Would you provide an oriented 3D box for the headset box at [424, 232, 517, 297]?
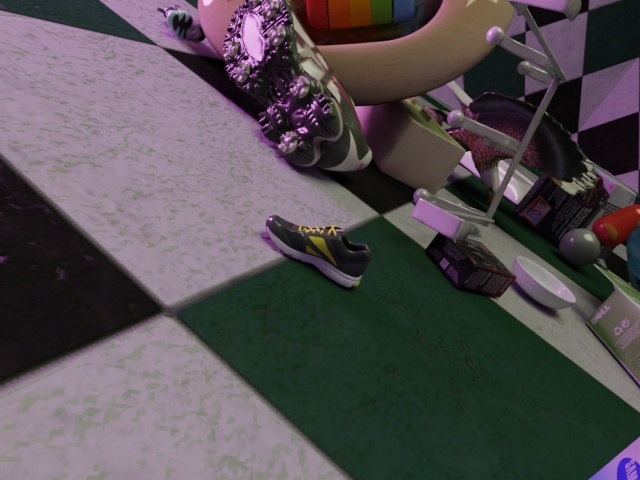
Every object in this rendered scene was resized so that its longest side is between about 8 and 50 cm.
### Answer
[{"bbox_3d":[0.161,0.026,0.553,0.083,0.032,0.062,14,29,-36],"label":"headset box"}]

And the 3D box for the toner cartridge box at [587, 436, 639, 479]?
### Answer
[{"bbox_3d":[0.257,0.245,0.182,0.348,0.075,0.165,40,22,16],"label":"toner cartridge box"}]

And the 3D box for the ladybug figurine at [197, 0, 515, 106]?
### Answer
[{"bbox_3d":[0.056,-0.326,0.764,0.449,0.305,0.162,1,-13,3],"label":"ladybug figurine"}]

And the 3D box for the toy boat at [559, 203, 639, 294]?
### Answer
[{"bbox_3d":[0.511,0.056,0.818,0.267,0.148,0.318,53,13,-28],"label":"toy boat"}]

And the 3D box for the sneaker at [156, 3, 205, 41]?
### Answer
[{"bbox_3d":[-0.212,-0.322,0.756,0.069,0.038,0.098,35,13,7],"label":"sneaker"}]

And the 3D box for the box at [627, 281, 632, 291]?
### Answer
[{"bbox_3d":[0.693,0.113,1.069,0.179,0.043,0.105,7,34,-51],"label":"box"}]

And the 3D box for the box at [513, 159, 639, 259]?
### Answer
[{"bbox_3d":[0.554,-0.069,1.091,0.247,0.163,0.142,8,33,-46],"label":"box"}]

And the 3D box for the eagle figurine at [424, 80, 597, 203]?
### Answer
[{"bbox_3d":[0.338,-0.176,0.955,0.226,0.298,0.225,-58,136,-36],"label":"eagle figurine"}]

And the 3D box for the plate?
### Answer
[{"bbox_3d":[0.437,-0.183,1.325,0.277,0.045,0.278,44,24,25],"label":"plate"}]

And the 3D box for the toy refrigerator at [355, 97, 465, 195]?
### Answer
[{"bbox_3d":[0.128,-0.185,0.854,0.102,0.094,0.269,23,24,-22],"label":"toy refrigerator"}]

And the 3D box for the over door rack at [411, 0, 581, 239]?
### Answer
[{"bbox_3d":[0.193,-0.136,0.617,0.108,0.239,0.324,27,13,19],"label":"over door rack"}]

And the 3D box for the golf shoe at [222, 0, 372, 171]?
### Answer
[{"bbox_3d":[-0.031,-0.188,0.625,0.120,0.105,0.273,14,47,-52],"label":"golf shoe"}]

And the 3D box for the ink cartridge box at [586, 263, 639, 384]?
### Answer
[{"bbox_3d":[0.402,0.125,0.631,0.109,0.062,0.209,25,24,-20],"label":"ink cartridge box"}]

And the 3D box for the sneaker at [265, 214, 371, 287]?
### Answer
[{"bbox_3d":[0.000,0.000,0.385,0.083,0.035,0.031,30,22,-8],"label":"sneaker"}]

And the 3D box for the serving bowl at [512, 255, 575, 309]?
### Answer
[{"bbox_3d":[0.265,0.056,0.635,0.083,0.027,0.083,28,22,-13],"label":"serving bowl"}]
